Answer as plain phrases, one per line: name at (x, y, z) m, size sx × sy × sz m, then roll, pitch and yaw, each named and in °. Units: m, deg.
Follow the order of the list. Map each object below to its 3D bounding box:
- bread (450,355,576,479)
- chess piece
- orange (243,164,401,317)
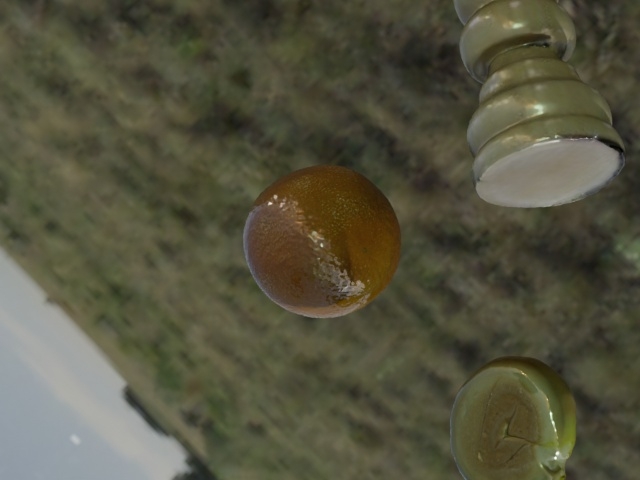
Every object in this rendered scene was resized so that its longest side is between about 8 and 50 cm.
bread at (0.280, 0.272, 2.076) m, size 0.213 × 0.213 × 0.105 m, roll 41°, pitch -159°, yaw 29°
chess piece at (0.196, -0.171, 1.388) m, size 0.143 × 0.142 × 0.261 m, roll 63°, pitch -163°, yaw -63°
orange at (0.000, 0.000, 1.766) m, size 0.206 × 0.206 × 0.206 m, roll 45°, pitch 171°, yaw 9°
